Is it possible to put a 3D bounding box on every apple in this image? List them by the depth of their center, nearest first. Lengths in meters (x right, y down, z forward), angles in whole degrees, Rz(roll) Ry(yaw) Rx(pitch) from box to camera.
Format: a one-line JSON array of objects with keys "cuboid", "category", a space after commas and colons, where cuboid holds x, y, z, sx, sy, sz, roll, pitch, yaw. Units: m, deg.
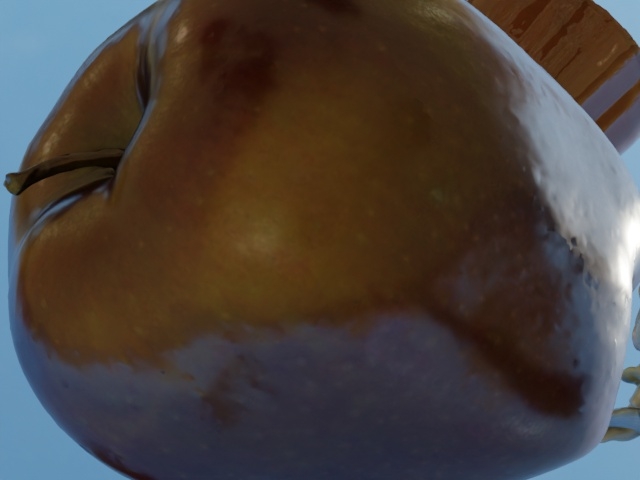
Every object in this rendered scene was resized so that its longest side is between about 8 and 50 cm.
[{"cuboid": [0.000, 0.000, 0.771, 0.316, 0.288, 0.288, 26, -141, -20], "category": "apple"}]

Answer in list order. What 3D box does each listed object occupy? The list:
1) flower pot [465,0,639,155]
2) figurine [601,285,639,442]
[{"cuboid": [0.144, -0.096, 1.186, 0.190, 0.191, 0.173, 31, -108, 38], "category": "flower pot"}, {"cuboid": [0.301, 0.116, 1.245, 0.128, 0.184, 0.208, -2, -169, 42], "category": "figurine"}]
